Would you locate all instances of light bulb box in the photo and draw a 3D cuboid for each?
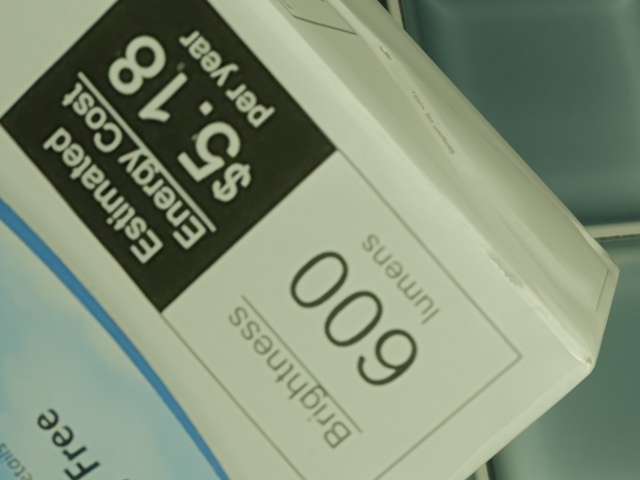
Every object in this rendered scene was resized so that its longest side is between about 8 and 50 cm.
[{"bbox_3d":[-0.147,0.010,0.514,0.361,0.225,0.358,-43,84,13],"label":"light bulb box"}]
